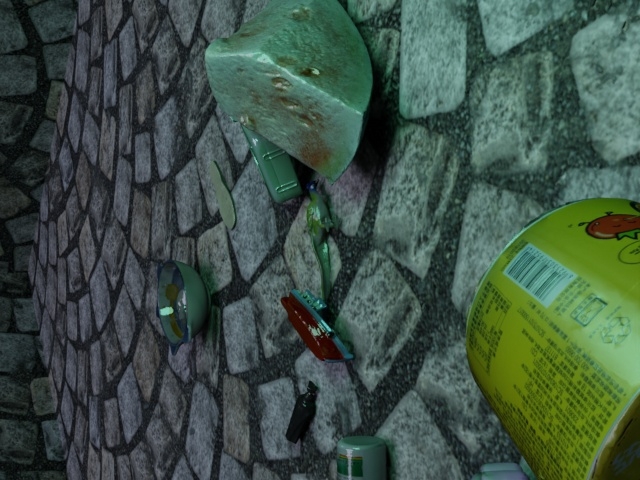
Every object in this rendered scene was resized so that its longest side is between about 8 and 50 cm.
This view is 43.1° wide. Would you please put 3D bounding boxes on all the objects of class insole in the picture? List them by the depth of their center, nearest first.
[{"bbox_3d":[-0.223,-0.105,1.842,0.063,0.010,0.192,-60,43,41],"label":"insole"}]

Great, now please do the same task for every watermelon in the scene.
[{"bbox_3d":[-0.066,-0.268,1.328,0.228,0.258,0.387,-62,38,39],"label":"watermelon"}]

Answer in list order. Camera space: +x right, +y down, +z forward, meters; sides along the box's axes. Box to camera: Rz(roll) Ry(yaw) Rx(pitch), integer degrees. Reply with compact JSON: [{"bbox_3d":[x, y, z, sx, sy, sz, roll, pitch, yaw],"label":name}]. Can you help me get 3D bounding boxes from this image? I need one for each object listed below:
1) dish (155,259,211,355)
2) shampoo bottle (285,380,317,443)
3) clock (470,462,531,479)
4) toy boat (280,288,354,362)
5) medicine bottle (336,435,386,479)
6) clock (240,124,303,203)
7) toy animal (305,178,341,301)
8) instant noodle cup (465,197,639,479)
[{"bbox_3d":[-0.320,0.151,1.940,0.228,0.086,0.236,-47,52,51],"label":"dish"},{"bbox_3d":[-0.035,0.322,1.515,0.048,0.027,0.137,54,134,42],"label":"shampoo bottle"},{"bbox_3d":[0.220,0.386,0.928,0.227,0.090,0.248,48,-142,-75],"label":"clock"},{"bbox_3d":[-0.003,0.151,1.422,0.173,0.059,0.069,49,153,34],"label":"toy boat"},{"bbox_3d":[0.066,0.384,1.294,0.080,0.080,0.130,-1,89,59],"label":"medicine bottle"},{"bbox_3d":[-0.101,-0.179,1.522,0.211,0.066,0.159,-117,5,-52],"label":"clock"},{"bbox_3d":[0.008,-0.004,1.426,0.075,0.041,0.217,-21,77,59],"label":"toy animal"},{"bbox_3d":[0.291,0.118,0.707,0.254,0.326,0.325,-131,48,-59],"label":"instant noodle cup"}]
